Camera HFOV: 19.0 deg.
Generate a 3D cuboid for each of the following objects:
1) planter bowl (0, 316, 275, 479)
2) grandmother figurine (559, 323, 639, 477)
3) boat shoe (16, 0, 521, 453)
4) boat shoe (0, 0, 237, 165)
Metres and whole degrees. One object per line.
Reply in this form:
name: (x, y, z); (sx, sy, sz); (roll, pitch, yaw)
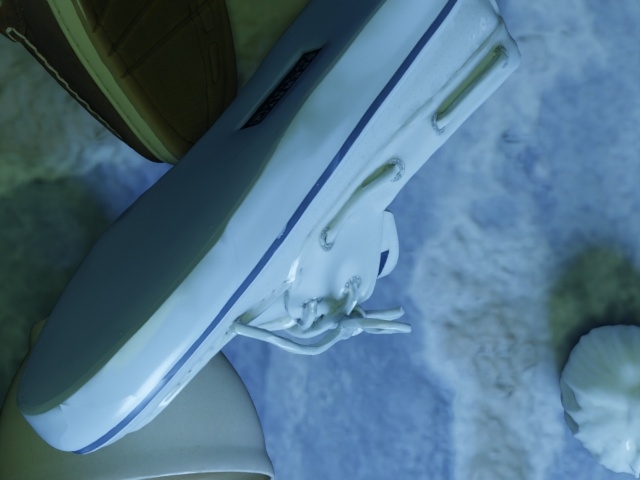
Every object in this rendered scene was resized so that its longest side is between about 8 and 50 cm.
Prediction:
planter bowl: (-0.113, 0.096, 1.103); (0.162, 0.162, 0.109); (-8, 77, -2)
grandmother figurine: (0.307, 0.138, 1.162); (0.342, 0.104, 0.207); (19, 73, -5)
boat shoe: (-0.004, -0.001, 1.050); (0.156, 0.136, 0.367); (48, 62, -22)
boat shoe: (-0.171, -0.181, 1.061); (0.123, 0.123, 0.342); (-12, 125, 39)
